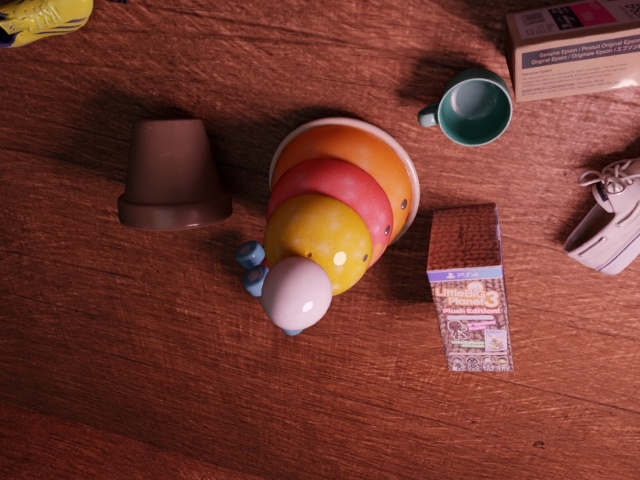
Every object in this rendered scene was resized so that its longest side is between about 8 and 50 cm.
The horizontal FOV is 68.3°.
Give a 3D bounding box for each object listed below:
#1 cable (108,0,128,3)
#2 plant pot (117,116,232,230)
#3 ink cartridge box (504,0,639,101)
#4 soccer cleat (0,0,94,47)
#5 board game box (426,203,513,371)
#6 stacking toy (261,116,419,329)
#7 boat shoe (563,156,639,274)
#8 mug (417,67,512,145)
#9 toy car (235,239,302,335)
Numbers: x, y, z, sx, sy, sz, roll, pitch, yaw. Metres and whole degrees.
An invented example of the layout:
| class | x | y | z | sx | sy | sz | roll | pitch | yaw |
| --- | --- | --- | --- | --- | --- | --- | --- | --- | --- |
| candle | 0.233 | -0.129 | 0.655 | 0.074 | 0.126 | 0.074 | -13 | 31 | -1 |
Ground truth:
| class | x | y | z | sx | sy | sz | roll | pitch | yaw |
| --- | --- | --- | --- | --- | --- | --- | --- | --- | --- |
| cable | -0.409 | -0.561 | 0.924 | 0.184 | 0.047 | 0.151 | -29 | 112 | 31 |
| plant pot | -0.340 | -0.165 | 1.089 | 0.262 | 0.263 | 0.230 | 4 | 107 | 15 |
| ink cartridge box | 0.395 | -0.307 | 0.734 | 0.193 | 0.235 | 0.088 | -4 | 124 | 19 |
| soccer cleat | -0.609 | -0.473 | 1.003 | 0.288 | 0.121 | 0.094 | -7 | 122 | 22 |
| board game box | 0.338 | 0.106 | 1.051 | 0.140 | 0.232 | 0.291 | -6 | 122 | 21 |
| stacking toy | 0.000 | 0.000 | 0.924 | 0.350 | 0.480 | 0.351 | 9 | 127 | 12 |
| boat shoe | 0.582 | -0.093 | 0.908 | 0.156 | 0.136 | 0.367 | 20 | 138 | 7 |
| mug | 0.278 | -0.261 | 0.891 | 0.157 | 0.097 | 0.130 | 21 | 129 | 3 |
| toy car | -0.056 | 0.082 | 1.223 | 0.237 | 0.210 | 0.219 | -31 | 129 | 2 |
